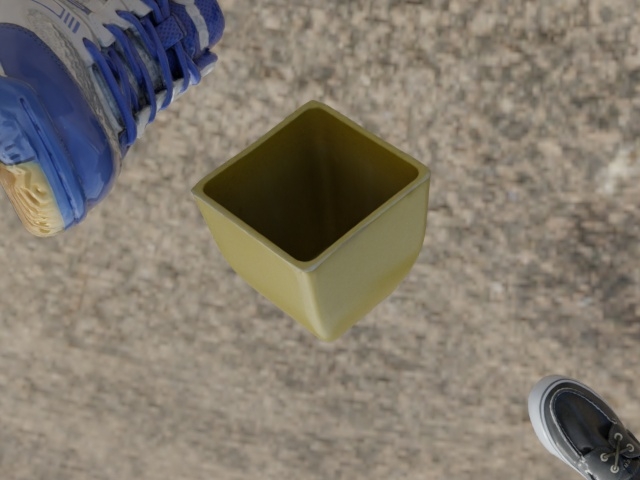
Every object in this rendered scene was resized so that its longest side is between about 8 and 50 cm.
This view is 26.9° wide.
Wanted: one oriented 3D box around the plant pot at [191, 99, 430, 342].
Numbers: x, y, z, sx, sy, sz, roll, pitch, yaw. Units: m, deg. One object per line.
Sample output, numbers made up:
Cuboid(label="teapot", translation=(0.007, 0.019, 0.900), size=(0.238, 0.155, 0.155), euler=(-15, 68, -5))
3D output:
Cuboid(label="plant pot", translation=(0.000, 0.000, 0.641), size=(0.081, 0.081, 0.083), euler=(35, 151, 34))

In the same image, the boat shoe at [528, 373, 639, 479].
Cuboid(label="boat shoe", translation=(0.186, 0.139, 0.844), size=(0.142, 0.049, 0.040), euler=(49, 165, -17))

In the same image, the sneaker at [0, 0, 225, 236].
Cuboid(label="sneaker", translation=(-0.111, -0.101, 0.668), size=(0.130, 0.296, 0.112), euler=(-18, 116, -4))
